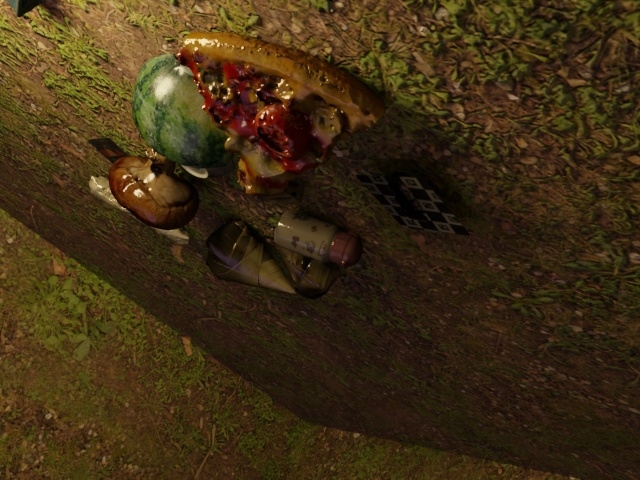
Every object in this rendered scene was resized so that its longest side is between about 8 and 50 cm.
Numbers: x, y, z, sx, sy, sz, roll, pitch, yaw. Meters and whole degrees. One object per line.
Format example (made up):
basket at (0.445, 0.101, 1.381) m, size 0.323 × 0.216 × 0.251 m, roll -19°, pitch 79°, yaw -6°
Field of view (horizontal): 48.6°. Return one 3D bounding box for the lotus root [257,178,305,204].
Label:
lotus root at (-0.126, -0.151, 1.785) m, size 0.144 × 0.070 × 0.143 m, roll -5°, pitch 145°, yaw 46°

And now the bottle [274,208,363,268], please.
bottle at (0.000, 0.000, 1.893) m, size 0.233 × 0.110 × 0.110 m, roll 19°, pitch 154°, yaw 20°

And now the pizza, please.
pizza at (-0.100, -0.215, 1.463) m, size 0.439 × 0.130 × 0.406 m, roll 22°, pitch 136°, yaw 12°

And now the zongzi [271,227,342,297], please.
zongzi at (-0.071, 0.077, 2.131) m, size 0.242 × 0.112 × 0.221 m, roll 37°, pitch 157°, yaw 1°

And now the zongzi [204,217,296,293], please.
zongzi at (-0.220, 0.106, 2.238) m, size 0.317 × 0.154 × 0.289 m, roll 43°, pitch 160°, yaw 6°

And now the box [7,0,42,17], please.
box at (-0.669, -0.557, 1.589) m, size 0.054 × 0.074 × 0.099 m, roll 45°, pitch 153°, yaw -9°

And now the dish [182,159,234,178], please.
dish at (-0.323, -0.216, 1.875) m, size 0.190 × 0.066 × 0.191 m, roll 24°, pitch 155°, yaw 12°

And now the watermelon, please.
watermelon at (-0.323, -0.304, 1.628) m, size 0.305 × 0.224 × 0.180 m, roll 28°, pitch -159°, yaw 9°

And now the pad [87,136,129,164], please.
pad at (-0.625, -0.249, 2.226) m, size 0.142 × 0.003 × 0.211 m, roll 2°, pitch 144°, yaw 45°

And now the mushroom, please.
mushroom at (-0.450, -0.153, 2.004) m, size 0.254 × 0.267 × 0.267 m, roll -24°, pitch 129°, yaw 25°

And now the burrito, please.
burrito at (-0.616, -0.096, 2.426) m, size 0.392 × 0.076 × 0.117 m, roll 32°, pitch 157°, yaw -6°

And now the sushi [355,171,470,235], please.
sushi at (0.210, -0.097, 1.538) m, size 0.192 × 0.051 × 0.215 m, roll 8°, pitch 154°, yaw 46°
